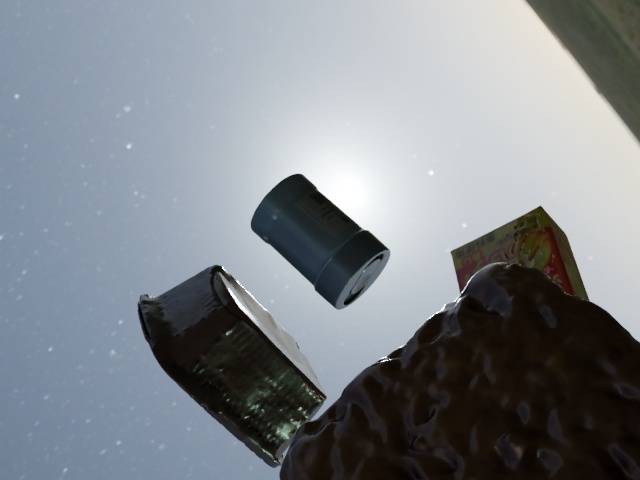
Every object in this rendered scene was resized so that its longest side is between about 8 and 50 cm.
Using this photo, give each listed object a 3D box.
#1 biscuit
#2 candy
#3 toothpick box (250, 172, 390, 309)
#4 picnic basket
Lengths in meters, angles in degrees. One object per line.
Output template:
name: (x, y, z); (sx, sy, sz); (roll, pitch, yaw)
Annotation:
biscuit: (0.162, 0.229, 0.758); (0.342, 0.395, 0.166); (40, 170, 33)
candy: (0.257, 0.105, 1.031); (0.088, 0.146, 0.276); (40, -147, -40)
toothpick box: (0.000, 0.000, 1.064); (0.153, 0.101, 0.101); (43, -163, 19)
picnic basket: (-0.115, 0.167, 1.208); (0.297, 0.129, 0.222); (49, -177, -31)
